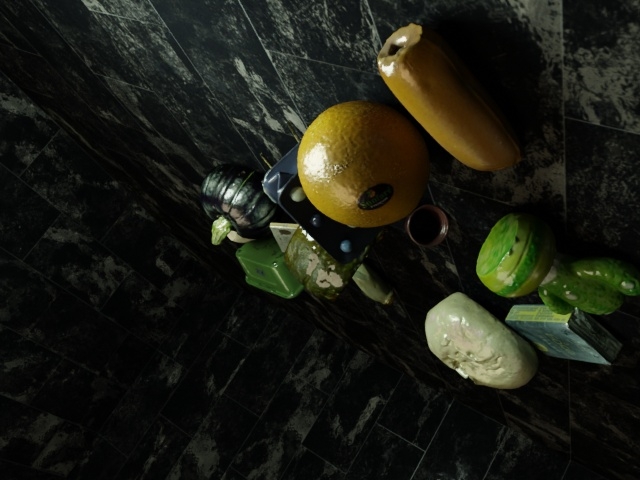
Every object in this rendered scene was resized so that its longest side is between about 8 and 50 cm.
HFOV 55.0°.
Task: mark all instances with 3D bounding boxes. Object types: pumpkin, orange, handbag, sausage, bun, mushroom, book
[{"bbox_3d":[-0.283,-0.111,2.074,0.296,0.295,0.296,30,163,10],"label":"pumpkin"},{"bbox_3d":[0.038,0.029,1.854,0.226,0.303,0.256,32,-163,9],"label":"pumpkin"},{"bbox_3d":[0.089,-0.156,1.270,0.274,0.274,0.274,30,163,10],"label":"orange"},{"bbox_3d":[0.053,-0.119,1.504,0.326,0.269,0.118,44,180,-40],"label":"handbag"},{"bbox_3d":[0.240,-0.221,1.071,0.354,0.116,0.134,39,153,-31],"label":"sausage"},{"bbox_3d":[0.475,0.319,1.880,0.361,0.213,0.361,39,-178,-2],"label":"bun"},{"bbox_3d":[0.152,0.121,2.235,0.333,0.087,0.107,44,-173,-27],"label":"mushroom"},{"bbox_3d":[0.000,0.000,2.078,0.311,0.021,0.217,4,157,9],"label":"book"}]

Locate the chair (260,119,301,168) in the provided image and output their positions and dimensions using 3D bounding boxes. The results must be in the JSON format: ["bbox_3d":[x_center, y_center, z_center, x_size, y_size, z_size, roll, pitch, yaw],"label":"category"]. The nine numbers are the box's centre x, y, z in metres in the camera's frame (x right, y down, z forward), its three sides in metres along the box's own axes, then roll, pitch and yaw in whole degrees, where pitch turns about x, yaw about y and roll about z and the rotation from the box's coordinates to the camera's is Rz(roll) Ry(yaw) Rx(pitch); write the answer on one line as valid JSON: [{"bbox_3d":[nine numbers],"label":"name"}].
[{"bbox_3d":[0.004,-0.157,1.624,0.160,0.170,0.325,14,148,45],"label":"chair"}]

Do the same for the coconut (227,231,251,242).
[{"bbox_3d":[-0.283,-0.079,2.311,0.194,0.194,0.194,30,163,10],"label":"coconut"}]

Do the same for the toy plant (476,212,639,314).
[{"bbox_3d":[0.513,0.077,1.327,0.316,0.184,0.224,24,146,-4],"label":"toy plant"}]

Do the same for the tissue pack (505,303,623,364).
[{"bbox_3d":[0.656,0.248,1.673,0.185,0.081,0.257,37,165,-13],"label":"tissue pack"}]

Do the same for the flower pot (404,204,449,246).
[{"bbox_3d":[0.263,-0.041,1.579,0.111,0.111,0.089,37,179,-13],"label":"flower pot"}]

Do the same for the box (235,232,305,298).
[{"bbox_3d":[-0.162,0.066,2.436,0.329,0.252,0.177,16,143,44],"label":"box"}]
